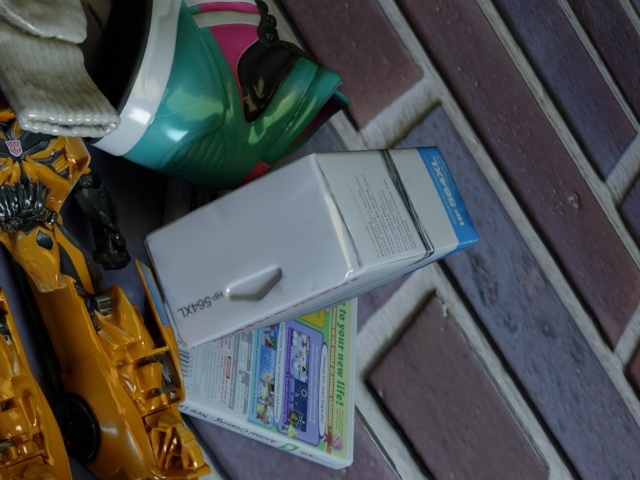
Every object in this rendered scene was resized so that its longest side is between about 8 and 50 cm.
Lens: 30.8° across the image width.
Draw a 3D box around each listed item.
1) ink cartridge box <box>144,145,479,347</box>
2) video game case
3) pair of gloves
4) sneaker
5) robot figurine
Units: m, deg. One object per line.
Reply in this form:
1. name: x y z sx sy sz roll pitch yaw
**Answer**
1. ink cartridge box: 0.000 0.000 0.817 0.203 0.148 0.086 -8 75 -62
2. video game case: -0.046 0.051 0.903 0.193 0.023 0.212 28 51 -35
3. pair of gloves: -0.245 -0.156 0.713 0.240 0.042 0.204 10 38 -40
4. sneaker: -0.062 -0.149 0.891 0.178 0.124 0.296 29 47 -25
5. robot figurine: -0.179 0.034 0.718 0.211 0.085 0.291 -15 82 -51
